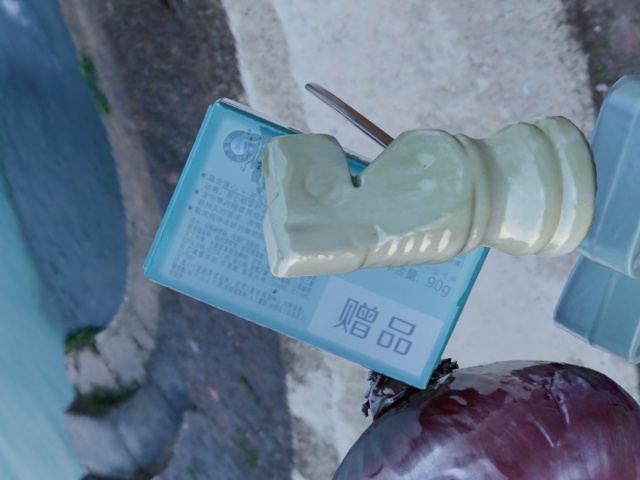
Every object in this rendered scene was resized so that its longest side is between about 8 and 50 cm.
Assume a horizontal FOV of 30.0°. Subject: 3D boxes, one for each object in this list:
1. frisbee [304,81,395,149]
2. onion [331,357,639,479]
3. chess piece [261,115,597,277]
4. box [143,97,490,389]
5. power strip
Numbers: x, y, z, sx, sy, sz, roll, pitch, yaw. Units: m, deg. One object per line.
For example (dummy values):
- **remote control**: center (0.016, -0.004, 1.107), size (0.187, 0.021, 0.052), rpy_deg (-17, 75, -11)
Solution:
- **frisbee**: center (0.081, -0.156, 1.749), size (0.251, 0.021, 0.251), rpy_deg (37, -174, -4)
- **onion**: center (0.130, 0.219, 1.085), size (0.285, 0.348, 0.347), rpy_deg (57, 150, 28)
- **chess piece**: center (0.060, -0.026, 0.722), size (0.090, 0.200, 0.090), rpy_deg (174, 90, -69)
- **box**: center (0.000, 0.000, 0.960), size (0.245, 0.153, 0.092), rpy_deg (24, -173, -5)
- **power strip**: center (0.326, -0.011, 1.091), size (0.141, 0.229, 0.261), rpy_deg (29, 113, 36)
